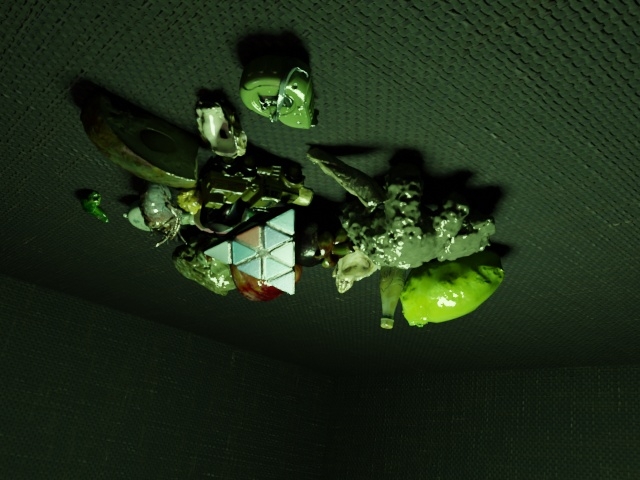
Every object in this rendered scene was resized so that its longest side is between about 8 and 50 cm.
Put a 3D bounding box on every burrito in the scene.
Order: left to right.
[{"bbox_3d":[0.064,-0.149,1.473,0.230,0.058,0.063,34,129,13],"label":"burrito"}]

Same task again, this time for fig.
[{"bbox_3d":[-0.190,0.097,2.061,0.224,0.223,0.263,-12,163,43],"label":"fig"}]

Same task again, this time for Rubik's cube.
[{"bbox_3d":[-0.143,-0.055,1.703,0.284,0.234,0.250,23,120,-16],"label":"Rubik's cube"}]

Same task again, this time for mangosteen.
[{"bbox_3d":[0.000,0.000,1.765,0.231,0.194,0.194,31,167,24],"label":"mangosteen"}]

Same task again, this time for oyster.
[{"bbox_3d":[-0.230,-0.260,1.411,0.191,0.081,0.163,8,139,45],"label":"oyster"},{"bbox_3d":[0.111,0.080,2.082,0.162,0.107,0.232,19,138,-9],"label":"oyster"}]

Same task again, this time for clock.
[{"bbox_3d":[-0.264,-0.046,1.897,0.194,0.100,0.195,2,166,18],"label":"clock"}]

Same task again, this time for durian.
[{"bbox_3d":[0.412,0.133,1.921,0.204,0.256,0.340,55,150,-1],"label":"durian"}]

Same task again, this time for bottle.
[{"bbox_3d":[0.222,0.144,1.936,0.083,0.269,0.083,10,159,4],"label":"bottle"}]

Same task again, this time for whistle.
[{"bbox_3d":[-0.499,-0.081,1.953,0.258,0.067,0.126,3,145,3],"label":"whistle"}]

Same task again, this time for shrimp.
[{"bbox_3d":[-0.470,-0.066,1.835,0.117,0.145,0.343,-24,151,-12],"label":"shrimp"}]

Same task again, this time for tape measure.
[{"bbox_3d":[-0.083,-0.297,1.216,0.154,0.087,0.177,8,156,5],"label":"tape measure"}]

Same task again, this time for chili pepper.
[{"bbox_3d":[-0.739,-0.108,1.999,0.073,0.050,0.182,5,161,-6],"label":"chili pepper"}]

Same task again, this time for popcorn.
[{"bbox_3d":[-0.379,-0.123,1.817,0.084,0.084,0.084,8,158,3],"label":"popcorn"}]

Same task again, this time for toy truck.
[{"bbox_3d":[-0.170,-0.139,1.552,0.257,0.127,0.127,3,160,-30],"label":"toy truck"}]

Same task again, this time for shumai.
[{"bbox_3d":[-0.374,0.049,2.127,0.256,0.189,0.218,27,138,-2],"label":"shumai"}]

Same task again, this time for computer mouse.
[{"bbox_3d":[-0.262,-0.101,1.714,0.096,0.137,0.233,20,161,-23],"label":"computer mouse"}]

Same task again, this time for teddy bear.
[{"bbox_3d":[0.278,-0.042,1.614,0.368,0.224,0.357,2,161,-23],"label":"teddy bear"}]

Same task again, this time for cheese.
[{"bbox_3d":[-0.062,-0.117,1.711,0.060,0.041,0.084,16,156,-20],"label":"cheese"}]

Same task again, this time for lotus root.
[{"bbox_3d":[-0.434,-0.216,1.489,0.314,0.141,0.210,20,157,-22],"label":"lotus root"}]
